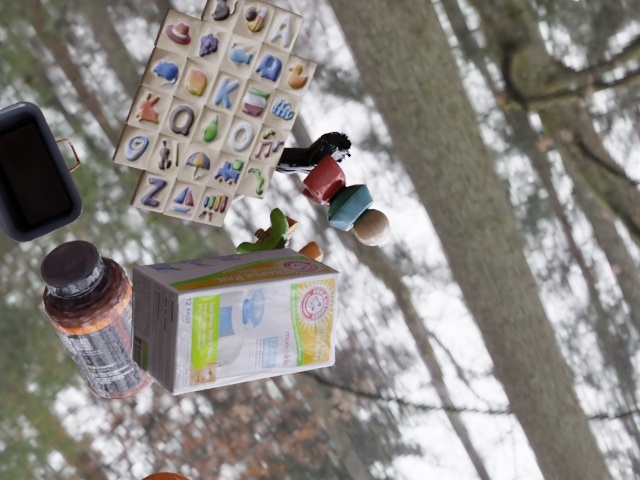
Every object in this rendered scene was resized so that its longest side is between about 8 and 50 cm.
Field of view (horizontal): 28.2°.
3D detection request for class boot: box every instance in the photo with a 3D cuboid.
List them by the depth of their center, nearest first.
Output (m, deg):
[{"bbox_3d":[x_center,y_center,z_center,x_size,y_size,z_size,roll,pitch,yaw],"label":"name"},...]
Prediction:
[{"bbox_3d":[-0.016,-0.145,2.083,0.099,0.121,0.045,-34,-123,48],"label":"boot"}]

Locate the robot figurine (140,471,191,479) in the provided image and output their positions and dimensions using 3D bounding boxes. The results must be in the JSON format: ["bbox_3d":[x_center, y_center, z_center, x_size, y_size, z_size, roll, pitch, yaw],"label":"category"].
[{"bbox_3d":[-0.228,0.386,1.703,0.219,0.158,0.128,-42,-113,48],"label":"robot figurine"}]

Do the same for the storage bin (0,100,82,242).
[{"bbox_3d":[-0.303,-0.074,1.344,0.098,0.135,0.091,-24,-175,-6],"label":"storage bin"}]

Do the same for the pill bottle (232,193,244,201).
[{"bbox_3d":[-0.167,-0.163,2.384,0.112,0.112,0.187,-16,-151,16],"label":"pill bottle"}]

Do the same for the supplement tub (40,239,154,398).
[{"bbox_3d":[-0.259,0.090,1.493,0.106,0.198,0.106,-9,-135,9],"label":"supplement tub"}]

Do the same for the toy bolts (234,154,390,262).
[{"bbox_3d":[0.000,0.000,2.065,0.158,0.218,0.228,43,-95,6],"label":"toy bolts"}]

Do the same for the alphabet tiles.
[{"bbox_3d":[-0.150,-0.191,1.859,0.011,0.285,0.343,33,-76,45],"label":"alphabet tiles"}]

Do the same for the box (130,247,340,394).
[{"bbox_3d":[-0.090,0.082,1.366,0.203,0.114,0.103,-6,-162,-34],"label":"box"}]
